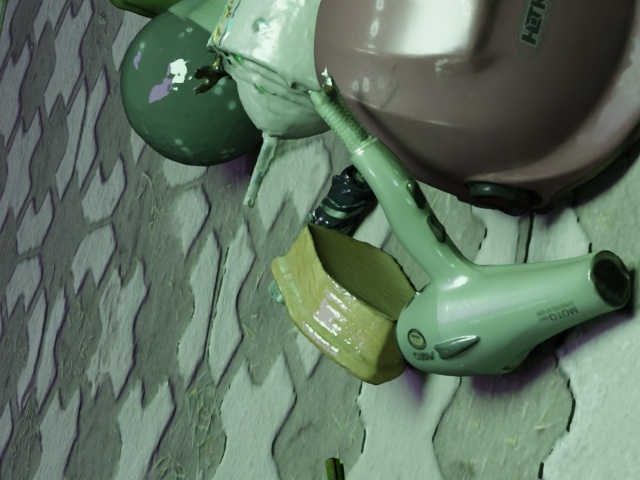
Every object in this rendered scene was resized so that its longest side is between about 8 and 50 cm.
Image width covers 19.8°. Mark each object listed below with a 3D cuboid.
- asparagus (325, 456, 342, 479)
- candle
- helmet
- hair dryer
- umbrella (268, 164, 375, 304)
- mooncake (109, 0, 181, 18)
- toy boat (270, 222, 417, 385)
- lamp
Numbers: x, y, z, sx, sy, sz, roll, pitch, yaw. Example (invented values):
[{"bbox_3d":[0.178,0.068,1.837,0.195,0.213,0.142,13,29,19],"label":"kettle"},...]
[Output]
[{"bbox_3d":[0.016,0.252,1.654,0.015,0.018,0.127,78,-175,-51],"label":"asparagus"},{"bbox_3d":[-0.004,-0.183,1.683,0.330,0.187,0.187,-65,24,0],"label":"candle"},{"bbox_3d":[0.117,-0.171,1.459,0.338,0.197,0.271,14,87,68],"label":"helmet"},{"bbox_3d":[0.117,-0.008,1.377,0.229,0.267,0.092,2,34,44],"label":"hair dryer"},{"bbox_3d":[0.000,0.000,1.801,0.188,0.046,0.050,-54,35,39],"label":"umbrella"},{"bbox_3d":[-0.141,-0.430,2.188,0.356,0.194,0.356,-41,41,51],"label":"mooncake"},{"bbox_3d":[0.031,0.056,1.616,0.061,0.116,0.188,-60,26,17],"label":"toy boat"},{"bbox_3d":[-0.086,-0.220,2.007,0.314,0.182,0.182,-47,32,15],"label":"lamp"}]
